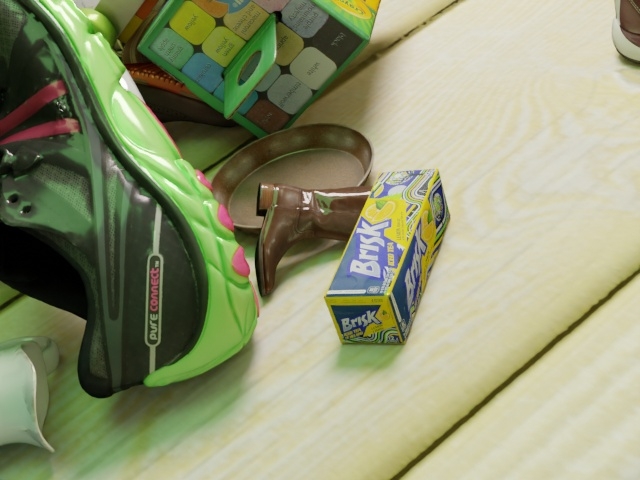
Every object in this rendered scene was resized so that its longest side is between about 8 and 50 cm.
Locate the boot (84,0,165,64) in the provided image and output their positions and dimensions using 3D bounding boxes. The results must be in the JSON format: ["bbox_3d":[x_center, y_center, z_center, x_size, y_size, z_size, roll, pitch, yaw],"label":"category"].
[{"bbox_3d":[-0.248,-0.245,1.505,0.165,0.077,0.213,-7,31,16],"label":"boot"}]

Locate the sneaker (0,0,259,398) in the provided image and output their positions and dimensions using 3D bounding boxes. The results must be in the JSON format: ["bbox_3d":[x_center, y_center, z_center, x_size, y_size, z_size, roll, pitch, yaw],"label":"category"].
[{"bbox_3d":[-0.247,-0.071,1.039,0.202,0.185,0.483,-32,64,-16],"label":"sneaker"}]

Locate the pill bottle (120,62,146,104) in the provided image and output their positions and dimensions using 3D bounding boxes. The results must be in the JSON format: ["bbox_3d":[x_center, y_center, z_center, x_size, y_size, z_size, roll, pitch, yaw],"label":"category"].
[{"bbox_3d":[-0.295,-0.071,1.227,0.264,0.146,0.146,-26,35,-9],"label":"pill bottle"}]

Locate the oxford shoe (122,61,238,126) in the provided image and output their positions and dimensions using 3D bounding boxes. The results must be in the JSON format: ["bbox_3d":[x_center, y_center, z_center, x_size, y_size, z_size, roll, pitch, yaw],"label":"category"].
[{"bbox_3d":[-0.203,-0.151,1.360,0.271,0.098,0.097,13,16,18],"label":"oxford shoe"}]

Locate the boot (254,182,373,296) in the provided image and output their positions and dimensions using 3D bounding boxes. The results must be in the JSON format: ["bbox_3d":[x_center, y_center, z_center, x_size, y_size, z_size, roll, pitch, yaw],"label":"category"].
[{"bbox_3d":[0.000,0.000,1.081,0.114,0.106,0.037,4,-8,-10],"label":"boot"}]

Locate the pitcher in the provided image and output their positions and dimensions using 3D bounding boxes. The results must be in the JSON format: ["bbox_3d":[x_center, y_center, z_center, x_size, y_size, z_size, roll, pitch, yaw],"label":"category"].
[{"bbox_3d":[-0.322,0.130,1.008,0.207,0.125,0.178,-9,14,-3],"label":"pitcher"}]

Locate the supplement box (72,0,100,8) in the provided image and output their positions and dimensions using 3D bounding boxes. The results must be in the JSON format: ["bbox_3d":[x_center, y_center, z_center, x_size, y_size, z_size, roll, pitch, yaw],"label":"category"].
[{"bbox_3d":[-0.368,-0.310,1.622,0.220,0.114,0.111,-38,40,-22],"label":"supplement box"}]

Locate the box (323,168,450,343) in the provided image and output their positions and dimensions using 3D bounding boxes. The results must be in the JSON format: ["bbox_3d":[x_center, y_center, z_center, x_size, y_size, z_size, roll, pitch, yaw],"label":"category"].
[{"bbox_3d":[0.059,0.011,1.023,0.059,0.054,0.169,-2,39,24],"label":"box"}]

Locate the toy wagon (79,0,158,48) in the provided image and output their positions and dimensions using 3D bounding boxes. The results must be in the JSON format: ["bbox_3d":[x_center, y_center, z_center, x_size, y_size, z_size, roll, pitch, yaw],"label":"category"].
[{"bbox_3d":[-0.151,-0.345,1.301,0.344,0.068,0.267,-37,23,49],"label":"toy wagon"}]

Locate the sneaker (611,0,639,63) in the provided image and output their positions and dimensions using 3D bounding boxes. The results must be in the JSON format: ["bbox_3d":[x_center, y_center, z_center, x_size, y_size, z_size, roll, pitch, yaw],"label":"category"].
[{"bbox_3d":[0.395,-0.246,1.111,0.281,0.162,0.106,1,40,28],"label":"sneaker"}]

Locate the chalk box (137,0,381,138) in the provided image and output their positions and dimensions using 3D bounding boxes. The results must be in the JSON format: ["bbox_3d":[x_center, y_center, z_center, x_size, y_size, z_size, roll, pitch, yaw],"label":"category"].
[{"bbox_3d":[-0.057,-0.240,1.258,0.180,0.179,0.289,-43,19,36],"label":"chalk box"}]

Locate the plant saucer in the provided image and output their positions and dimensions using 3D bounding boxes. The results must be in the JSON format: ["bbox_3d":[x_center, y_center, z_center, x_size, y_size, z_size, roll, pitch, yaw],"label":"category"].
[{"bbox_3d":[-0.026,-0.055,1.177,0.168,0.029,0.168,-12,35,9],"label":"plant saucer"}]
